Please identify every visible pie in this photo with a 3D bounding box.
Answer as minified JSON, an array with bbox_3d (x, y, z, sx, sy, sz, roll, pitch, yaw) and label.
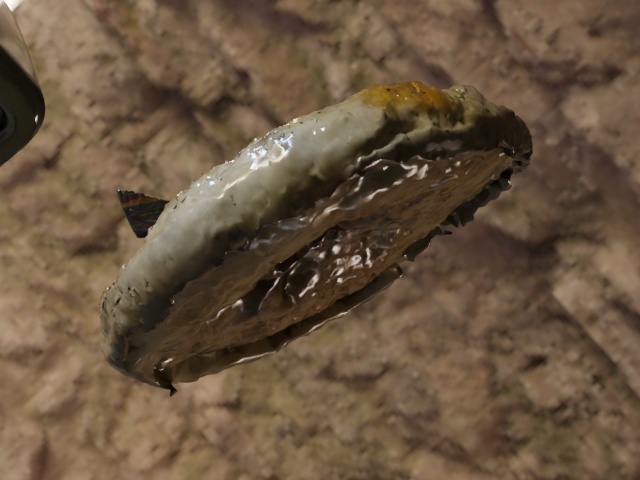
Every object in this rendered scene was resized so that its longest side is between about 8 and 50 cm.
[{"bbox_3d":[0.000,0.000,0.809,0.055,0.274,0.274,58,5,16],"label":"pie"}]

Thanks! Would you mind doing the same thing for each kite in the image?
[{"bbox_3d":[-0.092,-0.019,0.952,0.122,0.090,0.004,4,65,-38],"label":"kite"}]

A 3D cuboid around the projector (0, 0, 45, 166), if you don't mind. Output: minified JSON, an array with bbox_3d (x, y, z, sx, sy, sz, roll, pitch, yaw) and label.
[{"bbox_3d":[-0.176,-0.113,0.320,0.269,0.088,0.193,50,-1,-22],"label":"projector"}]
